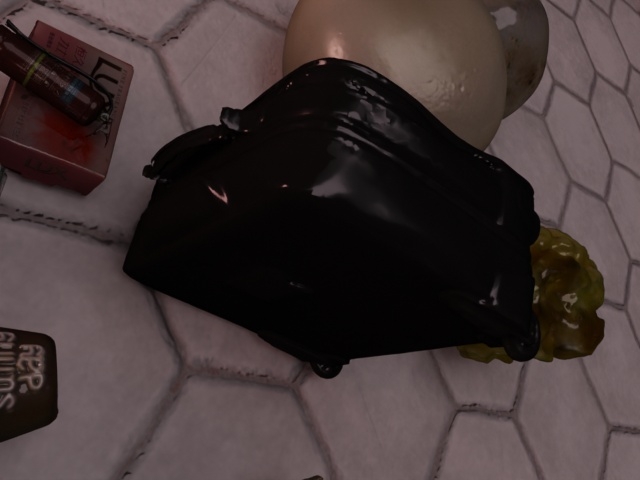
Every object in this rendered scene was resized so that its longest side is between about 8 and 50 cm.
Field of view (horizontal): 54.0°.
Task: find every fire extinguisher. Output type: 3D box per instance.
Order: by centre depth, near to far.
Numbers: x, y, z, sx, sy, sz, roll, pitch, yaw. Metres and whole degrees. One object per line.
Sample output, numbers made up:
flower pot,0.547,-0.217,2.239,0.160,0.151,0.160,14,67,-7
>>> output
fire extinguisher,-0.249,-0.146,0.594,0.132,0.039,0.056,35,63,-23

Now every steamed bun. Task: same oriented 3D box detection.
steamed bun,0.108,-0.232,0.852,0.324,0.206,0.324,6,75,-22

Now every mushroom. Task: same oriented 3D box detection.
mushroom,0.261,-0.327,1.081,0.243,0.243,0.244,16,64,-35

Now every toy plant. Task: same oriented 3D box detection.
toy plant,-0.311,0.113,0.483,0.200,0.105,0.143,0,63,-28

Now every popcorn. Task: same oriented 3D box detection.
popcorn,0.288,0.086,0.907,0.236,0.206,0.251,10,22,2

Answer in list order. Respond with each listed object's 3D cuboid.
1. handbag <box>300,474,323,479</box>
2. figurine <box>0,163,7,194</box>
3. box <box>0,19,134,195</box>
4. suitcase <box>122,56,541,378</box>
handbag,-0.090,0.335,0.577,0.270,0.117,0.183,-1,83,-41
figurine,-0.350,-0.058,0.498,0.183,0.128,0.209,10,72,-35
box,-0.263,-0.132,0.642,0.111,0.060,0.156,22,62,-34
suitcase,0.000,0.000,0.622,0.339,0.345,0.188,28,63,-30
